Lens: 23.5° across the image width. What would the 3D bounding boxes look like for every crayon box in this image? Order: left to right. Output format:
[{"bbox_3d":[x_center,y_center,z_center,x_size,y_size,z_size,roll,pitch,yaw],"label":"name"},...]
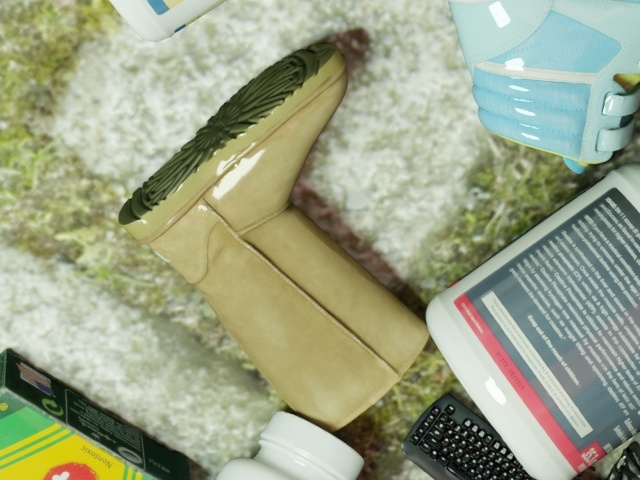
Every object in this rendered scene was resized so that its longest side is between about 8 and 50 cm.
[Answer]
[{"bbox_3d":[-0.284,0.276,1.335,0.202,0.081,0.318,34,103,-21],"label":"crayon box"}]

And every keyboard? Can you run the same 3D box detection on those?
[{"bbox_3d":[0.173,0.204,1.370,0.192,0.038,0.100,37,72,-1],"label":"keyboard"}]

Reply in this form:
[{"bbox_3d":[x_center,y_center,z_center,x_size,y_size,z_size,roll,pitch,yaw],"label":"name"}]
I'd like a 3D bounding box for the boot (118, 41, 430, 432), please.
[{"bbox_3d":[0.000,0.000,1.276,0.236,0.089,0.269,-39,116,11],"label":"boot"}]

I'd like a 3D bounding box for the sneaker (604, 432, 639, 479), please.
[{"bbox_3d":[0.284,0.259,1.422,0.108,0.100,0.271,8,110,-8],"label":"sneaker"}]

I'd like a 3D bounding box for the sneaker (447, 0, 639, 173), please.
[{"bbox_3d":[0.261,-0.166,1.230,0.319,0.127,0.208,-9,112,4],"label":"sneaker"}]

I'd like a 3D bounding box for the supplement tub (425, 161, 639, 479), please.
[{"bbox_3d":[0.243,0.057,1.277,0.272,0.191,0.191,-35,114,4],"label":"supplement tub"}]

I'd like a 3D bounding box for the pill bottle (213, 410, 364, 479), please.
[{"bbox_3d":[-0.054,0.263,1.316,0.124,0.124,0.221,37,73,-21],"label":"pill bottle"}]

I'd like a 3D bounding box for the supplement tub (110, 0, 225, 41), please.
[{"bbox_3d":[-0.080,-0.253,1.119,0.200,0.144,0.144,-32,114,3],"label":"supplement tub"}]
